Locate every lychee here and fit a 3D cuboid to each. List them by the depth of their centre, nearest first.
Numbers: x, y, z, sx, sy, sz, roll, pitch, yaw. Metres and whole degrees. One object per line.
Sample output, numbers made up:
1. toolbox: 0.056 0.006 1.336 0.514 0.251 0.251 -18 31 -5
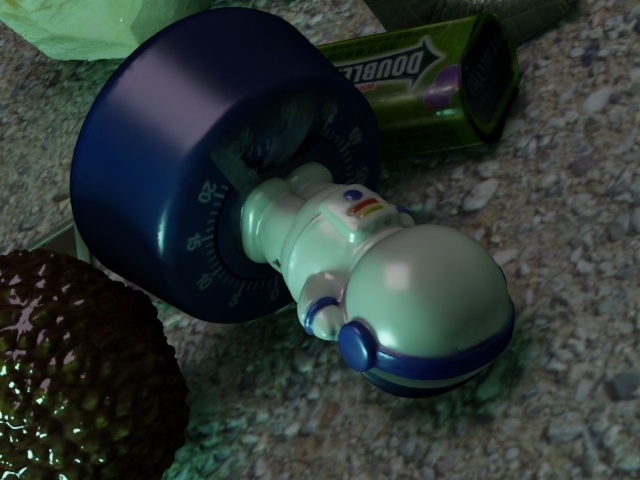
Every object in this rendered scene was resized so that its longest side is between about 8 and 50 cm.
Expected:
1. lychee: -0.246 0.141 1.503 0.271 0.271 0.271 -26 33 19

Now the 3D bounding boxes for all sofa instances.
1. sofa: 0.121 -0.309 1.725 0.176 0.225 0.210 -28 30 22

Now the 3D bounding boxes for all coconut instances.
1. coconut: -0.297 -0.408 2.125 0.415 0.415 0.344 -2 70 44

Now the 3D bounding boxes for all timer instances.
1. timer: 0.000 0.000 1.445 0.270 0.270 0.383 -44 51 -10

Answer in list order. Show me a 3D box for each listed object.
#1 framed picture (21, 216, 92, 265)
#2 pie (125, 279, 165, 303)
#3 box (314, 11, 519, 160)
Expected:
1. framed picture: -0.353 0.093 1.877 0.274 0.017 0.217 -31 32 10
2. pie: -0.130 0.003 1.749 0.154 0.036 0.154 -27 31 18
3. box: 0.015 -0.134 1.691 0.346 0.097 0.134 -7 46 31
